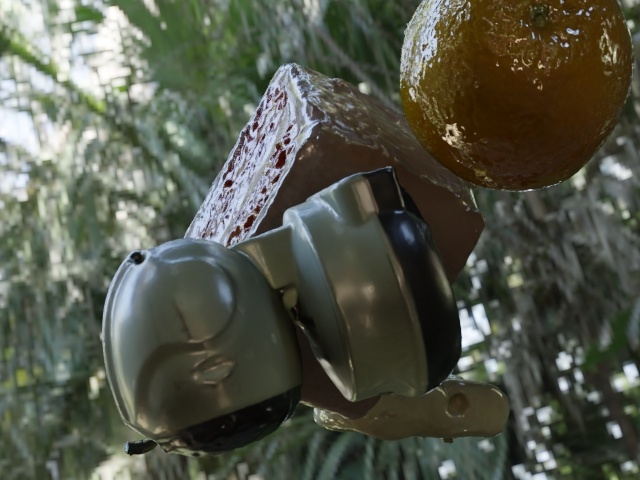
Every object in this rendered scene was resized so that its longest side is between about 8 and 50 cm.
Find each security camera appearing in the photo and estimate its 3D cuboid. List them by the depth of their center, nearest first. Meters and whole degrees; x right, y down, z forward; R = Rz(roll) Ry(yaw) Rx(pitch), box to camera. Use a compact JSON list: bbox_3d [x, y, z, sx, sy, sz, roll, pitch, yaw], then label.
[{"bbox_3d":[-0.042,0.069,1.236,0.277,0.191,0.197,-18,1,-10],"label":"security camera"}]

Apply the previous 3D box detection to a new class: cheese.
[{"bbox_3d":[0.115,0.221,2.012,0.263,0.093,0.159,6,-5,-24],"label":"cheese"}]

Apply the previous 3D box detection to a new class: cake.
[{"bbox_3d":[0.000,0.000,1.573,0.230,0.237,0.309,21,-71,-21],"label":"cake"}]

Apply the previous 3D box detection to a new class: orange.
[{"bbox_3d":[0.178,-0.156,1.379,0.236,0.236,0.236,-11,-30,-6],"label":"orange"}]

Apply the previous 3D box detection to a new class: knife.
[{"bbox_3d":[-0.194,0.237,1.902,0.021,0.045,0.222,-36,-11,19],"label":"knife"}]
